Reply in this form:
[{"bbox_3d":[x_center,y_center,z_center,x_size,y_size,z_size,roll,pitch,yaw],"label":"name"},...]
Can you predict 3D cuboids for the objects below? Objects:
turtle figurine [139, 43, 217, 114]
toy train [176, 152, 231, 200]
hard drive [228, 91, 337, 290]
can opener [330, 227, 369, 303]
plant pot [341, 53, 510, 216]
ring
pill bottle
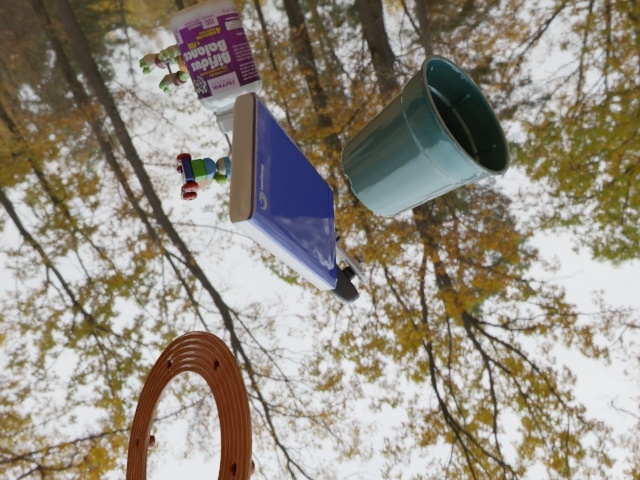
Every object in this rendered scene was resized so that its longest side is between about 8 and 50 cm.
[{"bbox_3d":[-0.425,-0.490,1.606,0.267,0.274,0.198,4,-175,38],"label":"turtle figurine"},{"bbox_3d":[-0.339,-0.176,1.559,0.144,0.105,0.248,-12,171,-17],"label":"toy train"},{"bbox_3d":[-0.048,-0.063,0.878,0.040,0.319,0.210,-11,-115,19],"label":"hard drive"},{"bbox_3d":[0.000,0.000,1.091,0.093,0.074,0.280,-35,-115,-7],"label":"can opener"},{"bbox_3d":[0.256,-0.241,1.406,0.334,0.341,0.341,-33,-162,40],"label":"plant pot"},{"bbox_3d":[-0.184,0.293,0.732,0.032,0.336,0.337,16,-170,-39],"label":"ring"},{"bbox_3d":[-0.246,-0.431,1.342,0.170,0.301,0.169,-18,-162,6],"label":"pill bottle"}]
